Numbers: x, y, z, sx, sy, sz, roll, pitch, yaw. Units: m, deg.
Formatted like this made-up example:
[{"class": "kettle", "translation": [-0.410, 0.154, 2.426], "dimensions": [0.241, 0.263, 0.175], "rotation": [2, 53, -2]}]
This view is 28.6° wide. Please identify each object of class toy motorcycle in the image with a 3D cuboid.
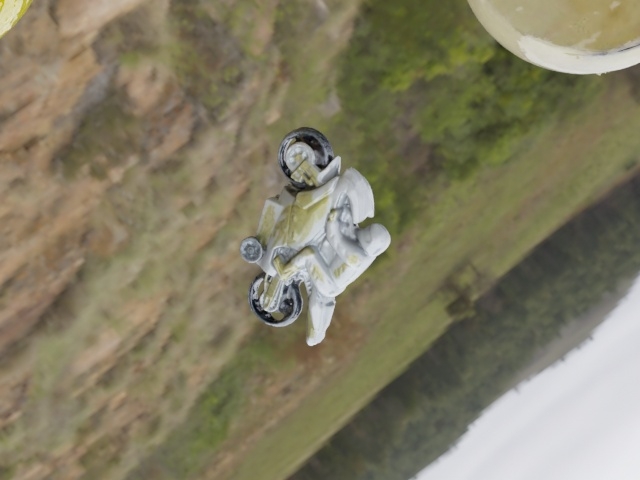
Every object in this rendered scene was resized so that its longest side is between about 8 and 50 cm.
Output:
[{"class": "toy motorcycle", "translation": [0.000, 0.000, 1.337], "dimensions": [0.074, 0.151, 0.229], "rotation": [-21, 127, -66]}]

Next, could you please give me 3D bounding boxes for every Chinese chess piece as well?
[{"class": "Chinese chess piece", "translation": [0.251, -0.282, 1.184], "dimensions": [0.251, 0.251, 0.097], "rotation": [-37, 175, 4]}]

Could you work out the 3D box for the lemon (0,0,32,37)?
[{"class": "lemon", "translation": [-0.376, -0.292, 1.009], "dimensions": [0.348, 0.348, 0.348], "rotation": [-36, 173, -5]}]
